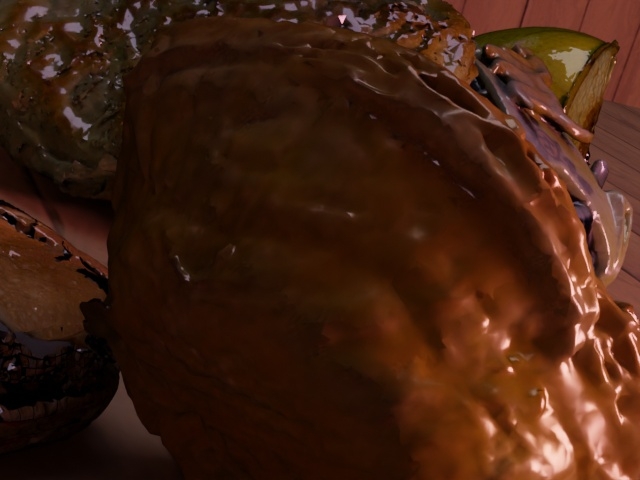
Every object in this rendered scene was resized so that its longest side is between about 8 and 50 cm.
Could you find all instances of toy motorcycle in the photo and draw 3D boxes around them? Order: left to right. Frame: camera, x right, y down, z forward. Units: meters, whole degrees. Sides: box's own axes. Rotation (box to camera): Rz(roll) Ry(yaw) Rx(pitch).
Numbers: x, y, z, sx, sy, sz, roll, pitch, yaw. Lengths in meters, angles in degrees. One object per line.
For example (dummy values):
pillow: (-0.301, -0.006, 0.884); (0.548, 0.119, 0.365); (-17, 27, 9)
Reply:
toy motorcycle: (0.185, -0.091, 1.512); (0.237, 0.169, 0.410); (23, 32, -47)

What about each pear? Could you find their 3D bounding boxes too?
pear: (0.214, -0.170, 1.829); (0.255, 0.238, 0.164); (26, 22, 26)

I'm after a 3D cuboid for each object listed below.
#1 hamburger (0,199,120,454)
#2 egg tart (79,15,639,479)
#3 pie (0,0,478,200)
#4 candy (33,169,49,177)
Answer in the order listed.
hamburger: (-0.218, 0.043, 0.846); (0.231, 0.107, 0.231); (20, 13, -5)
egg tart: (-0.002, 0.063, 0.724); (0.339, 0.351, 0.153); (8, 34, 46)
pie: (-0.082, -0.165, 1.333); (0.418, 0.180, 0.395); (28, 49, 14)
candy: (-0.236, -0.102, 1.405); (0.203, 0.078, 0.141); (43, 36, 22)
